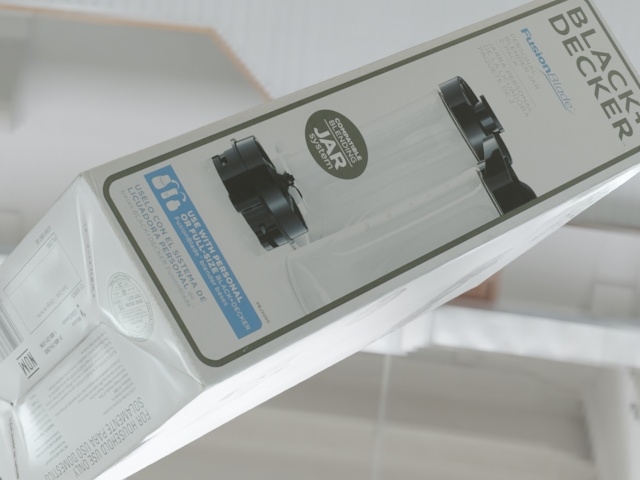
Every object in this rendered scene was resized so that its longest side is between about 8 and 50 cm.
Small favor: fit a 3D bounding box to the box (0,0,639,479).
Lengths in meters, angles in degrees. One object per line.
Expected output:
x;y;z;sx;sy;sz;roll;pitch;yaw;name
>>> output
0.000;0.000;0.722;0.290;0.087;0.169;-25;170;-41;box
